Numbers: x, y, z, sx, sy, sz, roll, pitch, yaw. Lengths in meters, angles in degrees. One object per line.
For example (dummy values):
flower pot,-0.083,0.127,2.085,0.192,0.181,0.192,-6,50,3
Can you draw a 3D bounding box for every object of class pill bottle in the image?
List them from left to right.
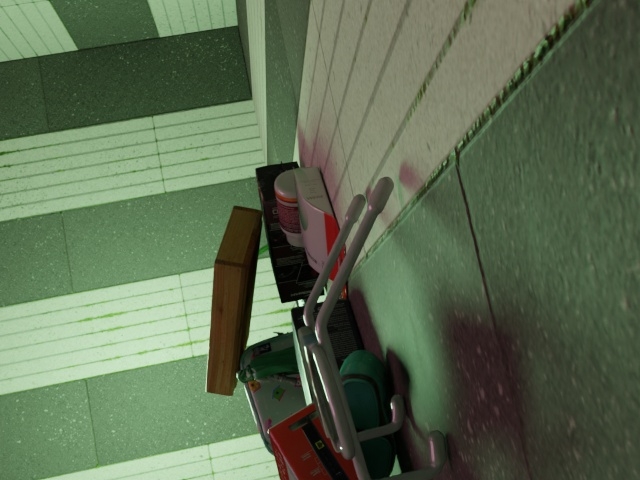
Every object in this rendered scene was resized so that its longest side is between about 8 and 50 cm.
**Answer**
pill bottle,-0.045,-0.063,1.502,0.086,0.086,0.152,-107,9,-48

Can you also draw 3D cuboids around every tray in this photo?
tray,-0.198,0.146,1.690,0.202,0.076,0.410,-81,0,-51

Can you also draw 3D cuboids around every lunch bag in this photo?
lunch bag,-0.055,0.342,1.708,0.108,0.224,0.279,86,168,-84

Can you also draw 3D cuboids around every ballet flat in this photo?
ballet flat,0.071,0.257,1.070,0.087,0.083,0.247,-67,-24,-53

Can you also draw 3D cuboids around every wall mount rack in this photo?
wall mount rack,0.039,0.100,0.830,0.350,0.131,0.304,164,92,-84

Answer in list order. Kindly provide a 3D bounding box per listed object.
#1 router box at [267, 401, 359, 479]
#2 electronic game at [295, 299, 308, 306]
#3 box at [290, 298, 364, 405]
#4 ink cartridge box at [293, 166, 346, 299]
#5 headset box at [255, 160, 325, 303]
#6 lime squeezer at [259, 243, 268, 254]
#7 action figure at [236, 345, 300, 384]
router box,0.046,0.431,1.055,0.301,0.082,0.335,52,160,31
electronic game,-0.062,0.120,2.191,0.229,0.048,0.229,168,90,-83
box,0.022,0.230,1.272,0.207,0.108,0.153,-106,9,-48
ink cartridge box,0.000,0.000,1.354,0.224,0.056,0.181,-104,6,-45
headset box,-0.075,-0.036,1.718,0.218,0.110,0.293,-112,13,-63
lime squeezer,-0.117,-0.051,2.222,0.059,0.110,0.310,61,-138,-51
action figure,-0.067,0.269,1.593,0.137,0.232,0.063,-111,12,-65
